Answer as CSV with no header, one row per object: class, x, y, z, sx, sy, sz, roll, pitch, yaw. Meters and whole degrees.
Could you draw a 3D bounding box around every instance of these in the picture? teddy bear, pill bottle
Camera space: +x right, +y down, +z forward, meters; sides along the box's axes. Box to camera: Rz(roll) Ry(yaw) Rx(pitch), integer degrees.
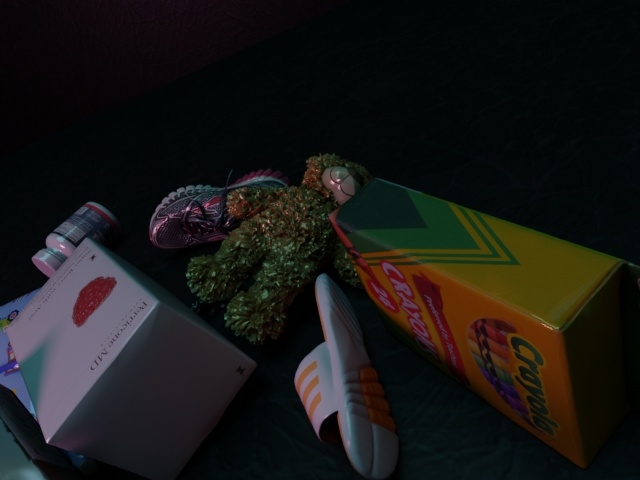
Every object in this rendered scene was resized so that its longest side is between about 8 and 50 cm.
teddy bear,-0.037,-0.008,0.708,0.338,0.113,0.245,-28,56,-14
pill bottle,-0.560,0.006,1.109,0.108,0.107,0.180,3,45,37

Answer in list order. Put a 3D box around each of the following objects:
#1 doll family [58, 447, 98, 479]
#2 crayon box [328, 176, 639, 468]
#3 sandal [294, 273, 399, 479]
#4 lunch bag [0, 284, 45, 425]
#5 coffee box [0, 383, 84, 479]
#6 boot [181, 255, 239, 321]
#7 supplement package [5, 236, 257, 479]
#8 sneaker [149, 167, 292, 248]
doll family,-0.341,0.308,0.599,0.111,0.076,0.193,5,42,42
crayon box,0.157,0.071,0.450,0.081,0.202,0.319,-40,35,-16
sandal,0.015,0.150,0.542,0.076,0.102,0.265,-33,34,14
lunch bag,-0.492,0.250,0.754,0.221,0.138,0.293,-24,47,4
coffee box,-0.340,0.286,0.482,0.297,0.118,0.168,34,63,24
boot,-0.192,0.081,0.820,0.099,0.045,0.121,-39,34,-6
supplement package,-0.260,0.141,0.640,0.293,0.175,0.177,21,69,48
sneaker,-0.198,-0.049,0.924,0.300,0.120,0.112,-18,37,12
